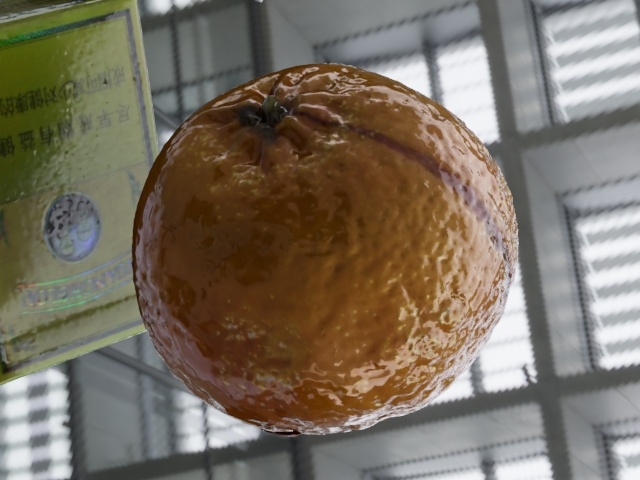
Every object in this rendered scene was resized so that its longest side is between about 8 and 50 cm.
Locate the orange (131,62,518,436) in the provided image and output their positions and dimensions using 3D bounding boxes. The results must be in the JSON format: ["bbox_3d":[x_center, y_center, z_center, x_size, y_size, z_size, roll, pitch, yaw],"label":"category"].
[{"bbox_3d":[0.000,0.000,0.803,0.193,0.161,0.193,-7,-130,8],"label":"orange"}]

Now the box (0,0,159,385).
[{"bbox_3d":[-0.170,-0.036,0.998,0.064,0.141,0.220,24,-55,50],"label":"box"}]
